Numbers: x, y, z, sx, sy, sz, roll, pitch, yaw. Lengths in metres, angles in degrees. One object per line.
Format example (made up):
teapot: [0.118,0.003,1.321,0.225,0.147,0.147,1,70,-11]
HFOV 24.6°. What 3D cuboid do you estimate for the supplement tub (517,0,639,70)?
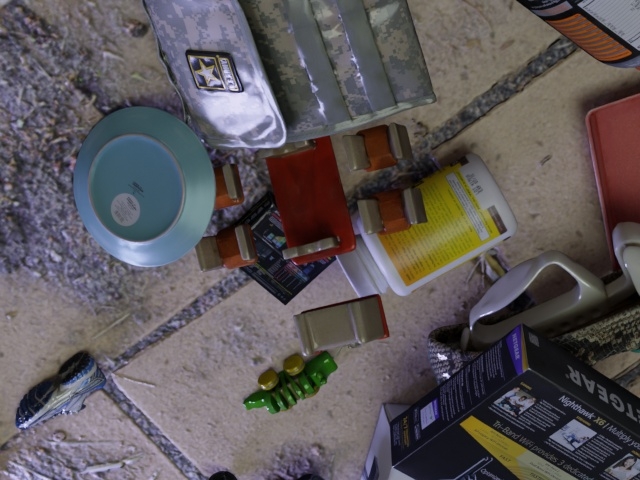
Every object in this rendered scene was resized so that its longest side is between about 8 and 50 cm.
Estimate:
supplement tub: [0.309,-0.321,1.632,0.316,0.193,0.193,31,109,-27]

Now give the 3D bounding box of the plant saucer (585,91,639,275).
plant saucer: [0.472,-0.104,1.881,0.258,0.048,0.259,-19,121,-2]

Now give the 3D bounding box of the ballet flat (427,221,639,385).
ballet flat: [0.352,0.082,1.864,0.482,0.164,0.182,-24,108,20]

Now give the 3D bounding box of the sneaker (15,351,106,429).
sneaker: [-0.330,0.205,1.871,0.135,0.052,0.058,-37,125,10]

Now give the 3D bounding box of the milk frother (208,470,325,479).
milk frother: [-0.062,0.355,1.973,0.134,0.129,0.143,-35,127,12]

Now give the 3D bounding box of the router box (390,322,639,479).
router box: [0.280,0.262,1.858,0.309,0.081,0.243,32,124,-26]

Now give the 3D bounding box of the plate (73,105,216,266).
plate: [-0.209,-0.061,1.694,0.188,0.024,0.188,3,99,21]

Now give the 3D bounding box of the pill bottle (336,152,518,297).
pill bottle: [0.127,-0.010,1.813,0.215,0.117,0.117,-29,122,4]

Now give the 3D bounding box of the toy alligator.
toy alligator: [-0.016,0.182,1.928,0.189,0.051,0.056,-30,122,5]

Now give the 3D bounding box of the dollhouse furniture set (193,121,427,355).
dollhouse furniture set: [0.000,0.000,1.723,0.262,0.135,0.259,-13,89,14]

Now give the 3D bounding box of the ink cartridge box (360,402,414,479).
ink cartridge box: [0.157,0.371,2.041,0.197,0.114,0.273,6,118,-16]

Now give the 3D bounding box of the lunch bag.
lunch bag: [-0.045,-0.235,1.619,0.287,0.169,0.235,-16,125,5]

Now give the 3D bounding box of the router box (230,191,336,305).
router box: [-0.054,0.010,1.829,0.092,0.038,0.122,-42,120,12]
